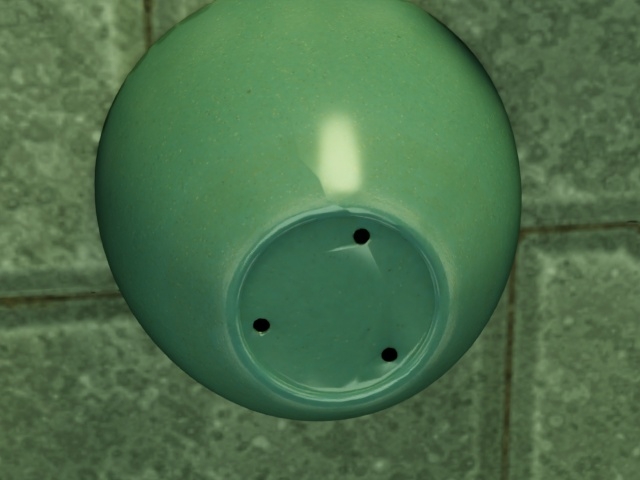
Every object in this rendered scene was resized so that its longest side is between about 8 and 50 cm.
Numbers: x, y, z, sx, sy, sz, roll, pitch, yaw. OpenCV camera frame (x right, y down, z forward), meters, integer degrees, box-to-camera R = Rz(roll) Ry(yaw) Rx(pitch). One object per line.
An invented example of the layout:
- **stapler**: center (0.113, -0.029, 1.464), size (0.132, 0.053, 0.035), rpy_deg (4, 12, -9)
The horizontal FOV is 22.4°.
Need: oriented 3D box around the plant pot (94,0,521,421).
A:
- **plant pot**: center (0.000, 0.000, 1.024), size (0.290, 0.195, 0.290), rpy_deg (-2, 114, -5)
